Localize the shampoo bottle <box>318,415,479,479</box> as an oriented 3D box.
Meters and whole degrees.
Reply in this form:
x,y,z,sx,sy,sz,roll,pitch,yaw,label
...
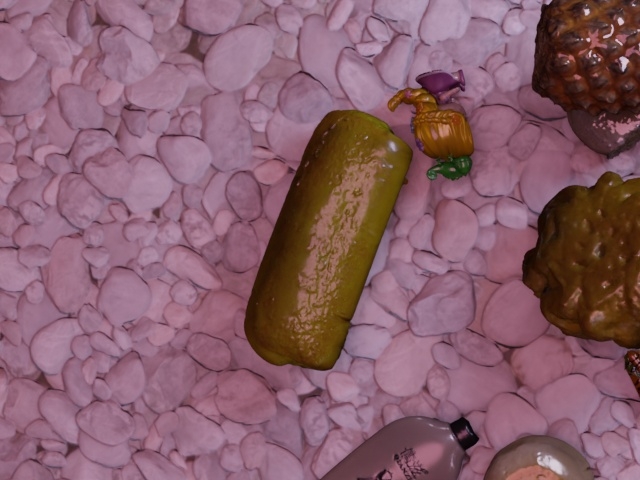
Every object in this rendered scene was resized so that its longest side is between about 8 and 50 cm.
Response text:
x,y,z,sx,sy,sz,roll,pitch,yaw,label
0.107,0.328,1.842,0.257,0.078,0.127,-32,78,9,shampoo bottle

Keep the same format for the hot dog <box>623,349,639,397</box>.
x,y,z,sx,sy,sz,roll,pitch,yaw,label
0.456,0.202,1.778,0.049,0.037,0.122,-35,83,8,hot dog

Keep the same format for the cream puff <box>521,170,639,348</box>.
x,y,z,sx,sy,sz,roll,pitch,yaw,label
0.388,0.032,1.715,0.196,0.244,0.244,22,95,-21,cream puff

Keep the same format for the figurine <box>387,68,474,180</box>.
x,y,z,sx,sy,sz,roll,pitch,yaw,label
0.157,-0.156,1.832,0.115,0.095,0.156,-11,80,14,figurine

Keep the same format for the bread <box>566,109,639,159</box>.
x,y,z,sx,sy,sz,roll,pitch,yaw,label
0.461,-0.269,1.754,0.337,0.102,0.183,-40,80,9,bread

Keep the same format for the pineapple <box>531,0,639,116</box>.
x,y,z,sx,sy,sz,roll,pitch,yaw,label
0.452,-0.232,1.635,0.361,0.175,0.175,6,90,-1,pineapple

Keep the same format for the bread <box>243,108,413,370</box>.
x,y,z,sx,sy,sz,roll,pitch,yaw,label
0.000,0.000,1.842,0.166,0.112,0.383,24,95,38,bread

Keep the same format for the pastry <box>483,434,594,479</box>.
x,y,z,sx,sy,sz,roll,pitch,yaw,label
0.300,0.346,1.788,0.156,0.092,0.156,0,89,6,pastry
